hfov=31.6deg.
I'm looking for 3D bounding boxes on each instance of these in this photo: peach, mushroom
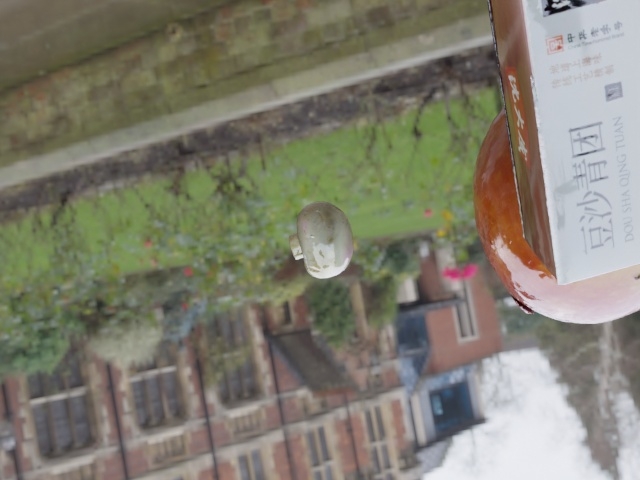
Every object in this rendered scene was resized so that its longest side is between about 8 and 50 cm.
[{"bbox_3d":[0.369,-0.058,1.571,0.370,0.370,0.370,-10,179,0],"label":"peach"},{"bbox_3d":[0.000,0.000,1.213,0.067,0.083,0.083,-13,178,12],"label":"mushroom"}]

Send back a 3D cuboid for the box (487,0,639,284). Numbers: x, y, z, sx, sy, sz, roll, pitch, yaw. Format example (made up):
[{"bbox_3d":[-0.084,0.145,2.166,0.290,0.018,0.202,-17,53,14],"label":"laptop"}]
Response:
[{"bbox_3d":[0.380,-0.173,1.122,0.385,0.344,0.122,-15,-153,-3],"label":"box"}]
